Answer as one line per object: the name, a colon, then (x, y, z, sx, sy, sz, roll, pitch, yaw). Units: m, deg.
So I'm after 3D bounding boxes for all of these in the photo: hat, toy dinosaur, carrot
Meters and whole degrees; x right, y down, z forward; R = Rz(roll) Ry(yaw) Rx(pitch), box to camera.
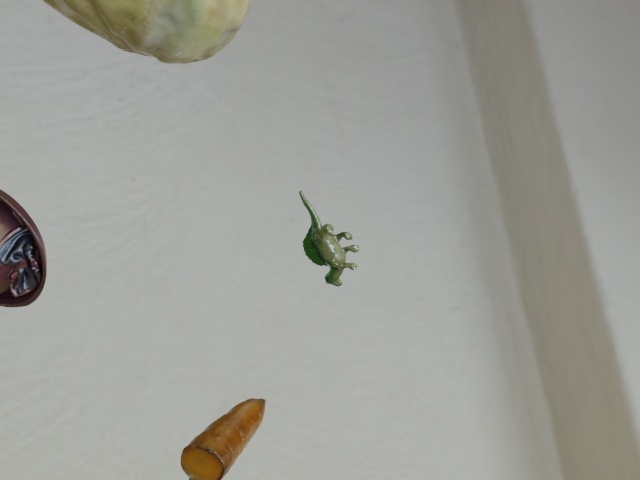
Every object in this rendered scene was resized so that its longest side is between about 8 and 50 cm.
hat: (-0.451, 0.011, 1.695, 0.205, 0.205, 0.089, -32, -173, 42)
toy dinosaur: (0.000, 0.001, 1.430, 0.060, 0.029, 0.119, -23, 109, 39)
carrot: (-0.127, 0.281, 1.917, 0.072, 0.072, 0.205, -27, -172, 34)

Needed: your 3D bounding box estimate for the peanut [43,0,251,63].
peanut: (-0.140, -0.229, 0.739, 0.130, 0.290, 0.130, -26, -179, 1)
